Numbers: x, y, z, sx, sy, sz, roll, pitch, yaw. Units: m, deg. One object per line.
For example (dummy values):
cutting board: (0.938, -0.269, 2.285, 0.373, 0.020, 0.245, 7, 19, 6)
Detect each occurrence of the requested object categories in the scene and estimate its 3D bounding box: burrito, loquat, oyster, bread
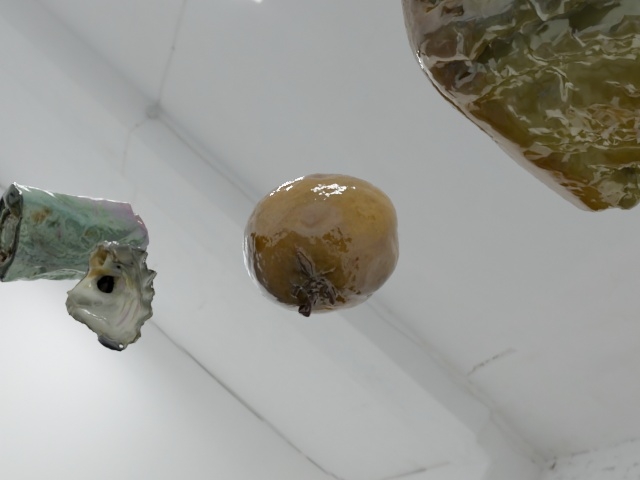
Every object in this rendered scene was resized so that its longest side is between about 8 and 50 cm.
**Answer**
burrito: (-0.344, 0.002, 0.957, 0.089, 0.228, 0.144, 33, -73, 34)
loquat: (0.000, 0.000, 0.954, 0.238, 0.238, 0.193, 12, -58, 38)
oyster: (-0.205, 0.053, 0.660, 0.146, 0.122, 0.045, -25, -41, 28)
bread: (0.137, -0.141, 0.373, 0.204, 0.162, 0.262, -19, -92, 60)
